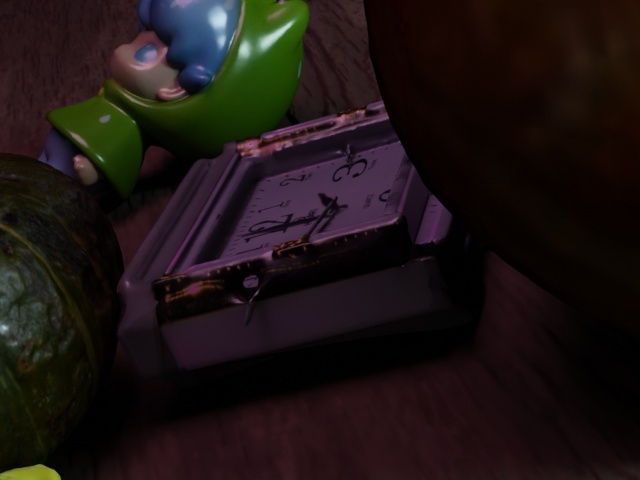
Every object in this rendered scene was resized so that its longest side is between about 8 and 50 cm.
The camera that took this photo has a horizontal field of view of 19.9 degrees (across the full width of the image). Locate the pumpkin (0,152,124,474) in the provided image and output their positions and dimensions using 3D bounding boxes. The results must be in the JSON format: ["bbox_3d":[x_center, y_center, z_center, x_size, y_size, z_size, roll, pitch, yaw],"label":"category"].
[{"bbox_3d":[-0.236,0.044,1.004,0.260,0.189,0.260,-24,26,13],"label":"pumpkin"}]

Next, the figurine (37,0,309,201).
[{"bbox_3d":[-0.125,-0.108,1.417,0.263,0.143,0.162,-40,15,-4],"label":"figurine"}]

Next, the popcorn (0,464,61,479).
[{"bbox_3d":[-0.092,0.170,0.571,0.155,0.197,0.197,-33,10,33],"label":"popcorn"}]

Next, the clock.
[{"bbox_3d":[0.000,0.000,1.066,0.186,0.083,0.253,-15,20,17],"label":"clock"}]

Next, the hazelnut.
[{"bbox_3d":[0.222,-0.129,0.823,0.421,0.353,0.421,-3,43,3],"label":"hazelnut"}]
